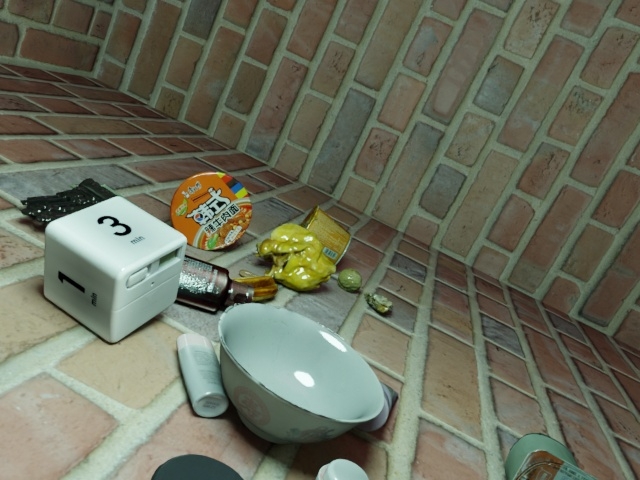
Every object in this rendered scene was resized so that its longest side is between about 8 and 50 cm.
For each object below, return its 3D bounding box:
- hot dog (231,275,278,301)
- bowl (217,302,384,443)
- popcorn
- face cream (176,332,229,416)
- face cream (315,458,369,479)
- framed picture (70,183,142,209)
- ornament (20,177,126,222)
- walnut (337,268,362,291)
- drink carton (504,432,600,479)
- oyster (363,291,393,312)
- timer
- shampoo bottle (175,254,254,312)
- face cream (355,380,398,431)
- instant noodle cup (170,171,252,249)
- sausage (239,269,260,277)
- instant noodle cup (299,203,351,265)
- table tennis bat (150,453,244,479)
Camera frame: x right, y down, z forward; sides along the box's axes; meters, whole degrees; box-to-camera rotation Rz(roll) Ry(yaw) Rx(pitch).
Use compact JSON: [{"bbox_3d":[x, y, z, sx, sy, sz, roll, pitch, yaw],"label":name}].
[{"bbox_3d":[-0.192,0.137,1.483,0.188,0.055,0.072,-1,61,-48],"label":"hot dog"},{"bbox_3d":[-0.064,0.278,1.024,0.346,0.157,0.345,26,15,-8],"label":"bowl"},{"bbox_3d":[-0.080,0.049,1.706,0.254,0.190,0.191,17,11,-15],"label":"popcorn"},{"bbox_3d":[-0.231,0.256,1.044,0.084,0.057,0.198,25,12,-30],"label":"face cream"},{"bbox_3d":[0.029,0.411,0.863,0.091,0.095,0.091,24,16,-7],"label":"face cream"},{"bbox_3d":[-0.680,-0.138,1.717,0.183,0.011,0.142,30,16,18],"label":"framed picture"},{"bbox_3d":[-0.670,-0.080,1.417,0.251,0.106,0.260,27,23,33],"label":"ornament"},{"bbox_3d":[0.104,0.139,1.889,0.092,0.092,0.092,23,16,-7],"label":"walnut"},{"bbox_3d":[0.464,0.510,1.099,0.191,0.185,0.189,27,4,11],"label":"drink carton"},{"bbox_3d":[0.199,0.216,1.834,0.103,0.051,0.148,21,1,-3],"label":"oyster"},{"bbox_3d":[-0.416,0.054,1.094,0.195,0.194,0.192,29,33,16],"label":"timer"},{"bbox_3d":[-0.327,0.097,1.326,0.323,0.084,0.129,19,51,-18],"label":"shampoo bottle"},{"bbox_3d":[0.111,0.349,1.234,0.154,0.096,0.274,25,3,8],"label":"face cream"},{"bbox_3d":[-0.358,-0.112,1.734,0.251,0.250,0.192,19,9,-21],"label":"instant noodle cup"},{"bbox_3d":[-0.191,0.117,1.614,0.116,0.026,0.026,24,16,-1],"label":"sausage"},{"bbox_3d":[0.000,0.000,1.975,0.172,0.215,0.215,32,14,-9],"label":"instant noodle cup"},{"bbox_3d":[-0.139,0.391,0.802,0.237,0.027,0.150,23,15,-3],"label":"table tennis bat"}]
